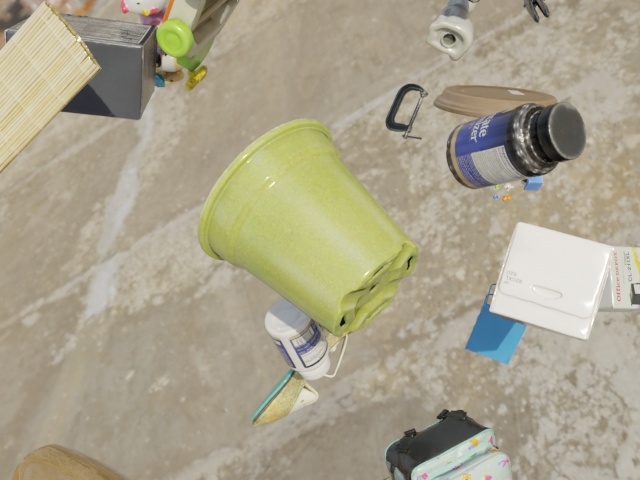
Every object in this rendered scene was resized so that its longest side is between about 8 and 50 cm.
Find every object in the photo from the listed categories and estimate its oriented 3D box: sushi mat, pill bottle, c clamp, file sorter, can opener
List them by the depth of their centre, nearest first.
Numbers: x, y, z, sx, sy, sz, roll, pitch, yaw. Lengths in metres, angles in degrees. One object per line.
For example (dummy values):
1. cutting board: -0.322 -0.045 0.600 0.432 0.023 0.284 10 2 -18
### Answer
1. pill bottle: 0.327 -0.161 1.271 0.219 0.123 0.123 -11 39 55
2. sushi mat: -0.534 -0.255 1.325 0.316 0.151 0.019 -41 -3 14
3. pill bottle: -0.038 0.197 1.476 0.094 0.169 0.094 -13 42 12
4. can opener: 0.528 -0.584 1.860 0.059 0.073 0.186 -28 34 29
5. file sorter: 0.461 0.212 1.947 0.118 0.170 0.104 19 43 9
6. c clamp: 0.233 -0.334 1.954 0.137 0.022 0.161 10 77 44

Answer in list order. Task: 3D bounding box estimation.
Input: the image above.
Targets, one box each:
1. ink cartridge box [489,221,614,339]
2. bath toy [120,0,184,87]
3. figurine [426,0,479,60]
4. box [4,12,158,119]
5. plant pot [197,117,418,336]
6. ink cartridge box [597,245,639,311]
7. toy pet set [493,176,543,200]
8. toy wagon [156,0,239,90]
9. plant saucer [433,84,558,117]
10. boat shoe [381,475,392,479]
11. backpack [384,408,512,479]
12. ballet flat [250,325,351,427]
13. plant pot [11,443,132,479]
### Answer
1. ink cartridge box: 0.423 0.081 1.376 0.171 0.232 0.168 16 88 19
2. bath toy: -0.439 -0.553 2.000 0.129 0.348 0.151 -41 73 -16
3. figurine: 0.291 -0.500 1.500 0.092 0.215 0.209 18 48 7
4. box: -0.549 -0.413 1.769 0.296 0.183 0.294 5 23 -7
5. plant pot: 0.000 0.000 1.150 0.276 0.276 0.254 -43 68 -10
6. ink cartridge box: 0.625 0.080 1.530 0.072 0.175 0.128 160 110 -63
7. toy pet set: 0.552 -0.162 2.095 0.114 0.122 0.065 2 18 -6
8. toy wagon: -0.171 -0.386 1.193 0.344 0.068 0.267 -54 4 44
9. plant saucer: 0.383 -0.299 1.623 0.277 0.041 0.278 3 18 -1
10. boat shoe: 0.126 0.582 1.707 0.153 0.056 0.048 -17 52 -23
11. backpack: 0.202 0.374 1.130 0.165 0.189 0.144 -23 29 -23
12. ballet flat: -0.030 0.319 1.810 0.123 0.123 0.349 15 67 54
13. plant pot: -0.423 0.465 1.290 0.237 0.237 0.254 -46 46 -15
